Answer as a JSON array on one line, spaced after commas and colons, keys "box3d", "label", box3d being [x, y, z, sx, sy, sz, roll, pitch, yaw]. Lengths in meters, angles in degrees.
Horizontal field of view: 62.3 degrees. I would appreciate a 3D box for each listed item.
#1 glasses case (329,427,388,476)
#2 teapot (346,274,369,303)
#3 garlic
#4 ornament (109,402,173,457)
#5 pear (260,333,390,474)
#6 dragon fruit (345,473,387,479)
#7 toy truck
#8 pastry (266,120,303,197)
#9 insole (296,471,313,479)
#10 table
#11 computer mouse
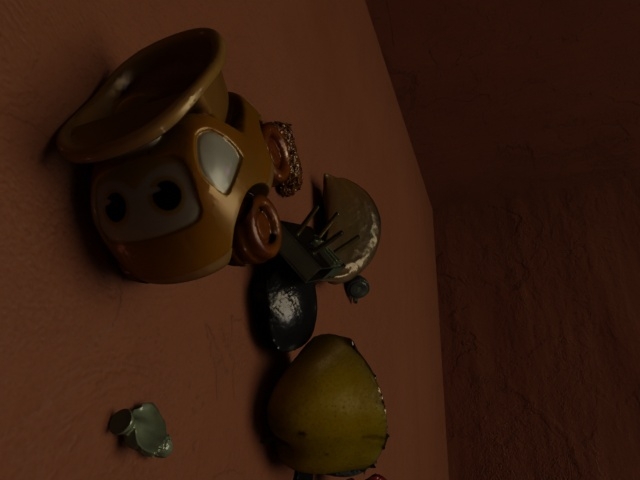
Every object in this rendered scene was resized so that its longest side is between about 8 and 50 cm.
[{"box3d": [0.081, 0.475, 1.224, 0.282, 0.109, 0.067, 6, 78, -70], "label": "glasses case"}, {"box3d": [0.105, 0.136, 1.532, 0.057, 0.066, 0.088, -99, -167, -61], "label": "teapot"}, {"box3d": [0.044, 0.004, 1.352, 0.196, 0.151, 0.338, 30, 56, -31], "label": "garlic"}, {"box3d": [-0.206, 0.228, 0.628, 0.092, 0.041, 0.068, 61, 2, -19], "label": "ornament"}, {"box3d": [-0.015, 0.309, 0.950, 0.178, 0.267, 0.266, -5, 86, -45], "label": "pear"}, {"box3d": [0.105, 0.565, 1.036, 0.234, 0.293, 0.233, 28, 26, -15], "label": "dragon fruit"}, {"box3d": [-0.165, -0.094, 0.642, 0.211, 0.204, 0.288, 57, 30, -43], "label": "toy truck"}, {"box3d": [-0.073, -0.178, 1.151, 0.087, 0.063, 0.169, -60, 136, -65], "label": "pastry"}, {"box3d": [-0.038, 0.493, 1.034, 0.119, 0.009, 0.348, 62, 27, -46], "label": "insole"}, {"box3d": [0.000, 0.000, 1.054, 0.121, 0.111, 0.240, 48, 9, 10], "label": "table"}, {"box3d": [-0.047, 0.110, 1.059, 0.295, 0.087, 0.168, -46, 121, -69], "label": "computer mouse"}]
